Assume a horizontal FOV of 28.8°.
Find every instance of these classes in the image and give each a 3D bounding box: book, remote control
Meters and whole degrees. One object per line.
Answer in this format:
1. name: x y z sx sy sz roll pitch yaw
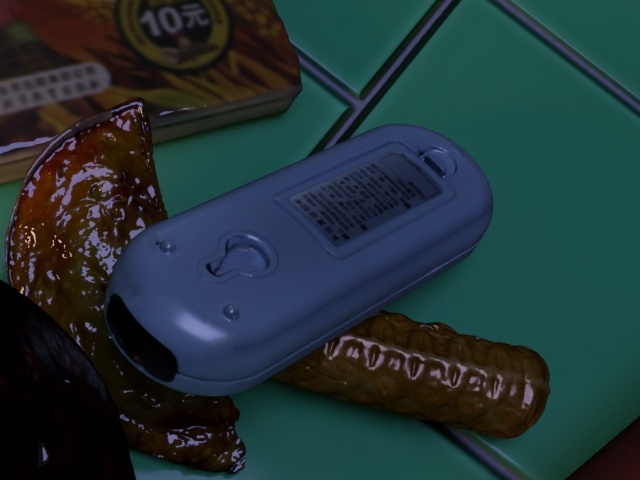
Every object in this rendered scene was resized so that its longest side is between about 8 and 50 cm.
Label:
1. book: -0.219 -0.227 0.674 0.300 0.039 0.428 -17 74 -23
2. remote control: 0.000 0.000 0.607 0.087 0.047 0.244 46 44 16

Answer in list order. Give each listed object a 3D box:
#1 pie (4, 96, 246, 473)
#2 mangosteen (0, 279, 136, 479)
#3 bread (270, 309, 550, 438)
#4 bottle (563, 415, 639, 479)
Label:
1. pie: -0.099 0.030 0.594 0.088 0.033 0.191 -16 85 -12
2. mangosteen: -0.196 0.116 0.453 0.265 0.228 0.228 -18 71 14
3. bread: 0.042 0.062 0.631 0.157 0.044 0.052 15 50 -11
4. bottle: 0.144 0.168 0.563 0.336 0.144 0.144 -31 80 -26
